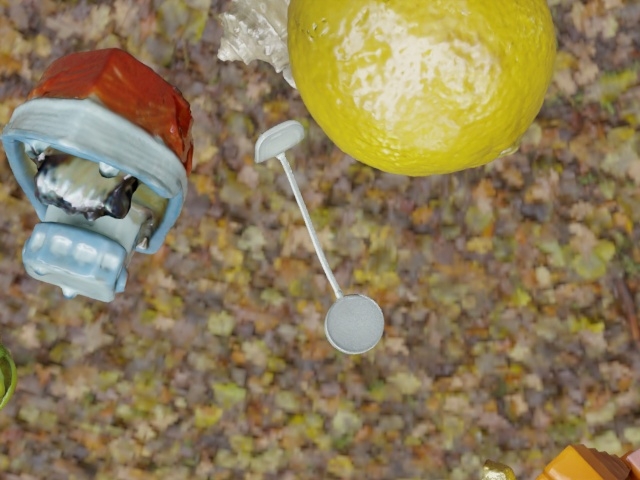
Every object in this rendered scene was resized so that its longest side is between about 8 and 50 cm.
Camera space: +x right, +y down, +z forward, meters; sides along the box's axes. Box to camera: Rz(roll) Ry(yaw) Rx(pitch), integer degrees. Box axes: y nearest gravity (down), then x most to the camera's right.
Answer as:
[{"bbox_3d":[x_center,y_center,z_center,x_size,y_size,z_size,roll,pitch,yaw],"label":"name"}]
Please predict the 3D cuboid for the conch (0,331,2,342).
[{"bbox_3d":[-0.423,0.084,1.376,0.124,0.187,0.181,5,87,5],"label":"conch"}]

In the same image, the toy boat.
[{"bbox_3d":[-0.180,-0.039,0.978,0.145,0.133,0.332,18,162,-4],"label":"toy boat"}]

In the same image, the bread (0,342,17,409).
[{"bbox_3d":[-0.288,0.117,0.912,0.139,0.130,0.071,-21,91,-6],"label":"bread"}]

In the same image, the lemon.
[{"bbox_3d":[0.101,-0.202,1.284,0.293,0.293,0.293,2,128,3],"label":"lemon"}]

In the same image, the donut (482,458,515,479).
[{"bbox_3d":[0.274,0.396,1.937,0.043,0.108,0.097,3,156,23],"label":"donut"}]

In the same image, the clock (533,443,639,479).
[{"bbox_3d":[0.148,0.235,0.768,0.220,0.106,0.255,-25,147,-28],"label":"clock"}]

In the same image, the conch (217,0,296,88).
[{"bbox_3d":[0.011,-0.316,1.640,0.324,0.186,0.263,-35,90,18],"label":"conch"}]

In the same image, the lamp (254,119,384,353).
[{"bbox_3d":[0.000,0.000,1.024,0.050,0.056,0.198,-24,88,-12],"label":"lamp"}]
